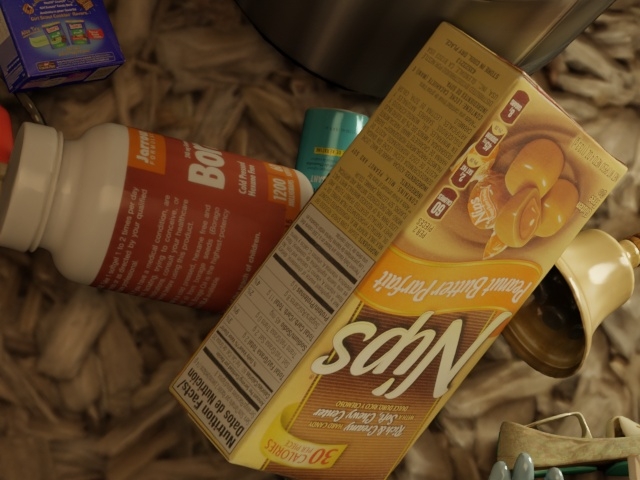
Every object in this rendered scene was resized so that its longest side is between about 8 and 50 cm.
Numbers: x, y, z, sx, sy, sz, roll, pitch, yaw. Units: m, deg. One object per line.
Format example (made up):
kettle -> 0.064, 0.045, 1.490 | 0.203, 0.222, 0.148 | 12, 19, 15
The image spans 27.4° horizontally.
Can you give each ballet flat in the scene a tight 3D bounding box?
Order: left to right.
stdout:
ballet flat -> 0.223, 0.162, 1.048 | 0.168, 0.057, 0.052 | 1, 71, -10

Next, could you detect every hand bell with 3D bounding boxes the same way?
hand bell -> 0.263, 0.006, 1.068 | 0.242, 0.126, 0.126 | -24, 85, -24

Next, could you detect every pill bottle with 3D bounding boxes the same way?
pill bottle -> -0.123, -0.018, 0.966 | 0.216, 0.121, 0.121 | 13, 78, -19

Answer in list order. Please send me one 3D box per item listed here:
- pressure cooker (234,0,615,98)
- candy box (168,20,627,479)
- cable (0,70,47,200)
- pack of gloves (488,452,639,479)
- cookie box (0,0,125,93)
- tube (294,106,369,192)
pressure cooker -> 0.108, -0.315, 0.921 | 0.375, 0.420, 0.370 | 19, 79, -5
candy box -> 0.059, 0.025, 0.925 | 0.316, 0.183, 0.087 | -54, 51, 7
cable -> -0.273, -0.153, 1.009 | 0.139, 0.072, 0.287 | 3, 80, -15
pack of gloves -> 0.184, 0.258, 0.871 | 0.195, 0.046, 0.232 | 2, 77, 2
cookie box -> -0.214, -0.175, 1.020 | 0.092, 0.040, 0.107 | -16, 83, -41
tube -> 0.000, 0.000, 1.045 | 0.080, 0.052, 0.207 | 7, 85, -1
